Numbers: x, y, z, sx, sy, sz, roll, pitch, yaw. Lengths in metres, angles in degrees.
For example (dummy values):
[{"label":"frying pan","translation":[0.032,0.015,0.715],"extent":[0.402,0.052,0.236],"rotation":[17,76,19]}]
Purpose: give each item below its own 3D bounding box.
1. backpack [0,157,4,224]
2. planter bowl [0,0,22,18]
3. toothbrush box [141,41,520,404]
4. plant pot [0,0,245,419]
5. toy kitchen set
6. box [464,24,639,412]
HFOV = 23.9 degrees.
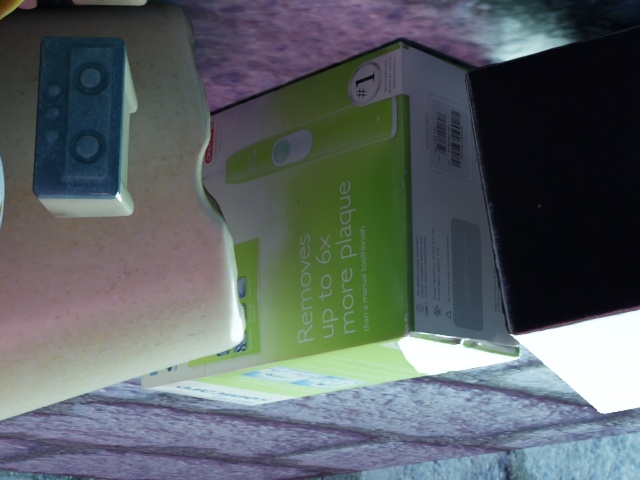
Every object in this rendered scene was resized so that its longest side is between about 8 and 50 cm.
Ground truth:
[{"label":"backpack","translation":[-0.271,0.016,0.646],"extent":[0.277,0.263,0.213],"rotation":[24,-160,-11]},{"label":"planter bowl","translation":[-0.206,-0.185,0.625],"extent":[0.217,0.090,0.217],"rotation":[9,148,6]},{"label":"toothbrush box","translation":[0.000,0.000,1.117],"extent":[0.122,0.206,0.283],"rotation":[14,160,-41]},{"label":"plant pot","translation":[-0.213,-0.017,0.943],"extent":[0.306,0.333,0.334],"rotation":[-10,165,-5]},{"label":"toy kitchen set","translation":[-0.197,-0.101,0.738],"extent":[0.207,0.166,0.122],"rotation":[0,165,2]},{"label":"box","translation":[0.308,-0.023,1.002],"extent":[0.343,0.179,0.312],"rotation":[-14,162,17]}]
